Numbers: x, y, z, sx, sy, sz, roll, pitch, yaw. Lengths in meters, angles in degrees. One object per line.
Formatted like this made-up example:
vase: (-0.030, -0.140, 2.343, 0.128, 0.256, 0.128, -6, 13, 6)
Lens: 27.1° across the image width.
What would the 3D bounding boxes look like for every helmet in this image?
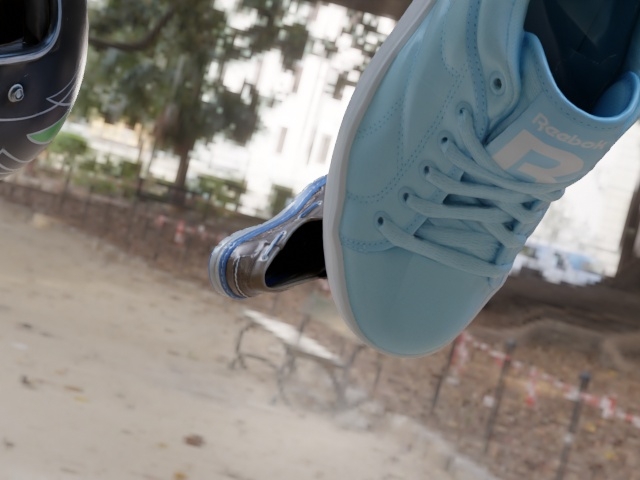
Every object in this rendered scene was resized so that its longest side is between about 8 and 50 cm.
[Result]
helmet: (-0.192, -0.101, 0.654, 0.169, 0.162, 0.169, 5, -9, 1)

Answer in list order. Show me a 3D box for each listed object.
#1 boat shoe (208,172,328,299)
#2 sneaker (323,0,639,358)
boat shoe: (0.000, 0.000, 1.053, 0.183, 0.066, 0.066, -34, 30, -33)
sneaker: (0.097, -0.068, 0.718, 0.135, 0.366, 0.150, 14, 27, -12)
